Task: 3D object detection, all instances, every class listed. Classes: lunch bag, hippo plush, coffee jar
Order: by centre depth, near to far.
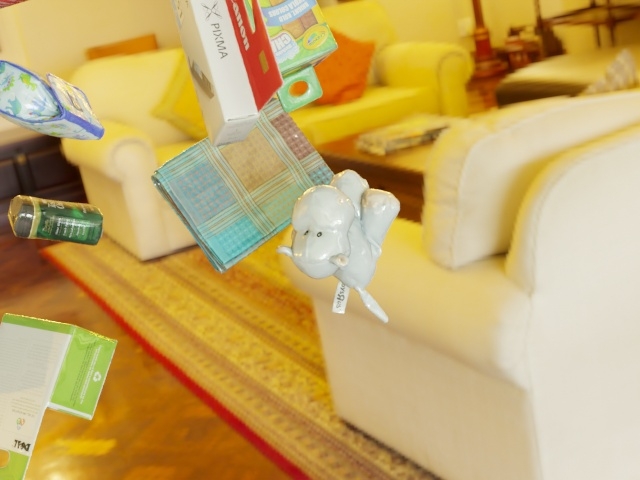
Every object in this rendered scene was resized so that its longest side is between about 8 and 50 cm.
[{"bbox_3d":[-0.423,-0.207,1.622,0.151,0.096,0.129,28,1,19],"label":"lunch bag"},{"bbox_3d":[0.000,0.000,2.046,0.234,0.294,0.236,9,2,31],"label":"hippo plush"},{"bbox_3d":[-0.552,-0.042,2.178,0.184,0.079,0.096,7,20,-29],"label":"coffee jar"}]

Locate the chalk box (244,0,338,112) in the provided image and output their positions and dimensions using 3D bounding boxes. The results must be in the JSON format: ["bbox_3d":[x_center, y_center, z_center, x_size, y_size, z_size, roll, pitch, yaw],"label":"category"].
[{"bbox_3d":[-0.092,-0.406,2.101,0.180,0.289,0.179,-28,4,-13],"label":"chalk box"}]

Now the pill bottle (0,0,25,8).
[{"bbox_3d":[-0.405,-0.382,1.215,0.407,0.229,0.229,-10,16,22],"label":"pill bottle"}]

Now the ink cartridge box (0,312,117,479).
[{"bbox_3d":[-0.448,0.255,1.638,0.188,0.255,0.097,4,-17,40],"label":"ink cartridge box"}]

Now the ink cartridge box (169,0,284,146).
[{"bbox_3d":[-0.158,-0.326,1.631,0.066,0.296,0.261,-14,-8,-19],"label":"ink cartridge box"}]

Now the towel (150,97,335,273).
[{"bbox_3d":[-0.161,-0.134,2.343,0.370,0.271,0.040,-37,-1,-26],"label":"towel"}]
